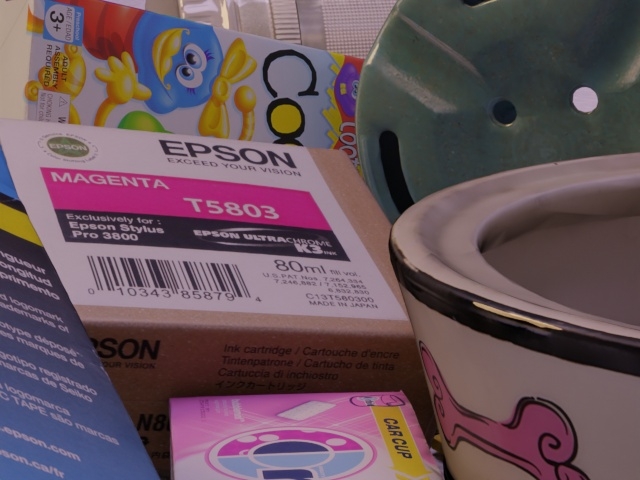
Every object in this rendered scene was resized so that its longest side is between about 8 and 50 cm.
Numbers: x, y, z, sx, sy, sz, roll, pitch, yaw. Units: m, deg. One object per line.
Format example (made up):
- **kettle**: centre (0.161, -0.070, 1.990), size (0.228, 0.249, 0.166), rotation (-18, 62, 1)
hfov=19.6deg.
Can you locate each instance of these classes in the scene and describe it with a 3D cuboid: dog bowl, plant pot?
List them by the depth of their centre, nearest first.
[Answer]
- **dog bowl**: centre (0.232, 0.067, 0.780), size (0.408, 0.150, 0.408), rotation (-1, 13, 0)
- **plant pot**: centre (0.206, -0.104, 1.194), size (0.341, 0.341, 0.334), rotation (6, 23, 26)

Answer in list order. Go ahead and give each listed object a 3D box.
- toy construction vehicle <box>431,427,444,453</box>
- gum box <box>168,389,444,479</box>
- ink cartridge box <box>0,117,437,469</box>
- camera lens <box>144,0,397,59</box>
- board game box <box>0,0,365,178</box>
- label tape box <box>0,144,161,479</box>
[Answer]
- **toy construction vehicle**: centre (0.077, 0.081, 0.970), size (0.086, 0.035, 0.098), rotation (-5, 14, -17)
- **gum box**: centre (-0.007, 0.116, 0.763), size (0.107, 0.062, 0.188), rotation (-2, 14, -6)
- **ink cartridge box**: centre (-0.073, 0.025, 0.920), size (0.235, 0.088, 0.193), rotation (3, 31, -22)
- **camera lens**: centre (0.009, -0.137, 1.498), size (0.274, 0.219, 0.219), rotation (-4, 14, -15)
- **board game box**: centre (-0.105, -0.060, 1.162), size (0.275, 0.144, 0.142), rotation (7, -5, -41)
- **label tape box**: centre (-0.200, 0.029, 0.638), size (0.241, 0.106, 0.333), rotation (26, 17, -35)
